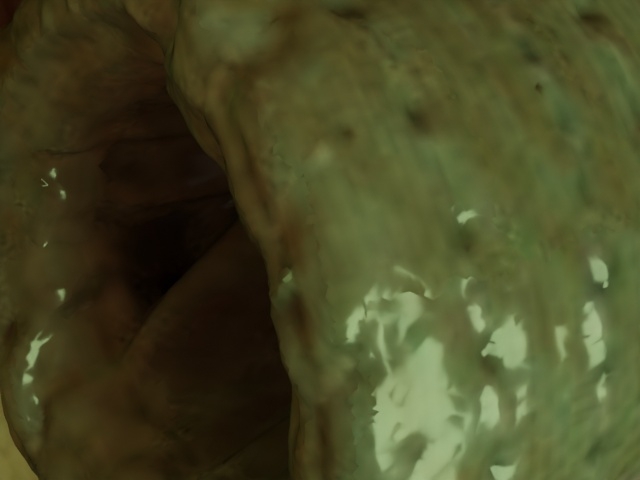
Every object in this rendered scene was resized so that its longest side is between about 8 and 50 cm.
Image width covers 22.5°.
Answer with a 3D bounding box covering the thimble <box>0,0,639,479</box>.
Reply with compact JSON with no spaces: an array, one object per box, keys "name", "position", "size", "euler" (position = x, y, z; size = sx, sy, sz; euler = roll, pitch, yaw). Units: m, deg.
[{"name":"thimble","position":[0.000,0.000,0.616],"size":[0.195,0.291,0.291],"euler":[-20,133,-36]}]
